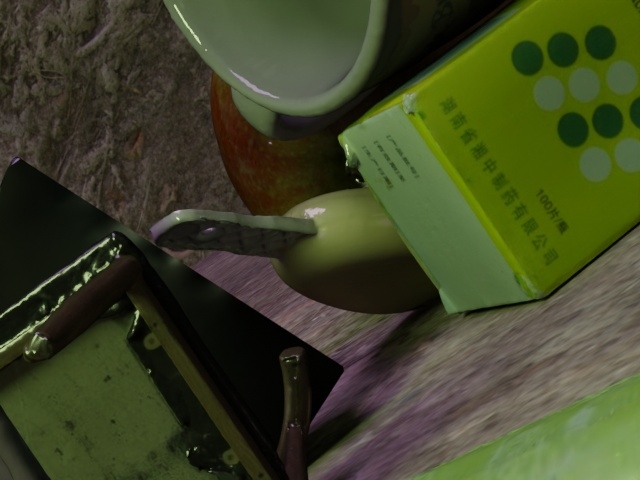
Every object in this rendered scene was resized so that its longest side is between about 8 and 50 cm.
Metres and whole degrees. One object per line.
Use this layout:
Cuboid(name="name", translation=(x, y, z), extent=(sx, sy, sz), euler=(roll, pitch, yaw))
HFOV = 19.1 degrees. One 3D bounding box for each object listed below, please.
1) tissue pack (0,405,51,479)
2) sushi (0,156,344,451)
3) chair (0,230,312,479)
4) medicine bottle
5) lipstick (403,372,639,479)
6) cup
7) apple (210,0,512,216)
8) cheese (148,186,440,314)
Cuboid(name="tissue pack", translation=(-0.114, 0.158, 0.366), extent=(0.235, 0.173, 0.073), euler=(-35, -2, 24))
Cuboid(name="sushi", translation=(-0.142, 0.108, 1.096), extent=(0.227, 0.215, 0.212), euler=(-57, 1, -4))
Cuboid(name="chair", translation=(-0.108, 0.110, 0.839), extent=(0.188, 0.166, 0.272), euler=(-35, 5, 11))
Cuboid(name="medicine bottle", translation=(0.151, -0.084, 1.095), extent=(0.250, 0.137, 0.141), euler=(-37, 4, -17))
Cuboid(name="lipstick", translation=(0.105, 0.054, 0.430), extent=(0.304, 0.076, 0.076), euler=(-32, 6, 43))
Cuboid(name="cup", translation=(0.043, -0.191, 1.160), extent=(0.257, 0.227, 0.301), euler=(-24, -33, -33))
Cuboid(name="apple", translation=(0.042, -0.102, 1.379), extent=(0.257, 0.257, 0.234), euler=(-34, 10, 23))
Cuboid(name="cheese", translation=(0.000, 0.000, 1.159), extent=(0.251, 0.054, 0.127), euler=(5, -28, -44))
